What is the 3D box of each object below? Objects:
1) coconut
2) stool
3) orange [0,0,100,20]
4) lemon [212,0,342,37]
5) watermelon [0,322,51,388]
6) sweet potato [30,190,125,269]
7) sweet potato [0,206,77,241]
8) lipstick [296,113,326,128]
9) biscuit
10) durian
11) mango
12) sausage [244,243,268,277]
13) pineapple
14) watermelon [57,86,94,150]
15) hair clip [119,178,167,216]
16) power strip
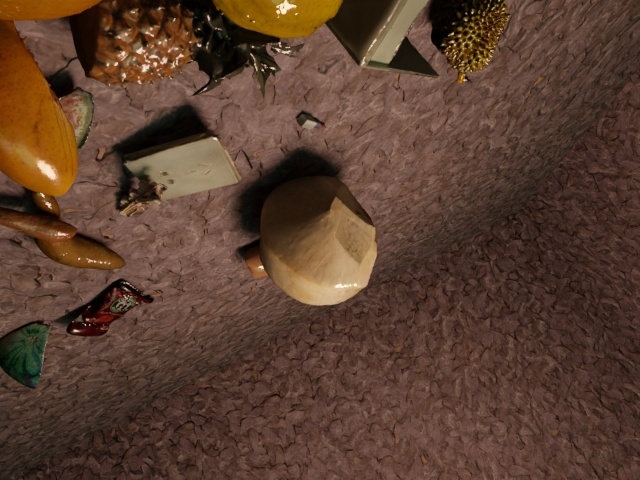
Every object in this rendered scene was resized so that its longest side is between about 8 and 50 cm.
[{"bbox_3d":[0.000,0.000,1.305,0.345,0.415,0.415,-43,165,-29],"label":"coconut"},{"bbox_3d":[0.180,-0.469,0.820,0.270,0.170,0.243,-11,152,-40],"label":"stool"},{"bbox_3d":[-0.294,-0.340,0.384,0.274,0.274,0.274,-26,157,-12],"label":"orange"},{"bbox_3d":[-0.060,-0.401,0.622,0.260,0.204,0.204,-32,165,-43],"label":"lemon"},{"bbox_3d":[-0.870,0.357,1.277,0.128,0.146,0.231,-5,149,-46],"label":"watermelon"},{"bbox_3d":[-0.579,-0.001,0.991,0.108,0.079,0.346,-39,155,-15],"label":"sweet potato"},{"bbox_3d":[-0.588,-0.041,0.837,0.214,0.050,0.050,24,125,-41],"label":"sweet potato"},{"bbox_3d":[-0.017,-0.301,1.114,0.025,0.025,0.107,-43,160,28],"label":"lipstick"},{"bbox_3d":[-0.655,0.216,1.358,0.235,0.063,0.151,-35,158,4],"label":"biscuit"},{"bbox_3d":[0.323,-0.474,0.999,0.138,0.193,0.237,-6,136,-9],"label":"durian"},{"bbox_3d":[-0.438,-0.180,0.622,0.126,0.154,0.252,-19,115,-8],"label":"mango"},{"bbox_3d":[-0.150,0.046,1.553,0.253,0.123,0.123,-22,156,-15],"label":"sausage"},{"bbox_3d":[-0.187,-0.317,0.693,0.365,0.165,0.165,-11,151,-38],"label":"pineapple"},{"bbox_3d":[-0.472,-0.200,0.721,0.187,0.071,0.139,-50,134,9],"label":"watermelon"},{"bbox_3d":[-0.400,-0.096,0.970,0.062,0.056,0.214,32,154,-35],"label":"hair clip"},{"bbox_3d":[-0.303,-0.177,0.968,0.213,0.064,0.198,-15,158,-1],"label":"power strip"}]
